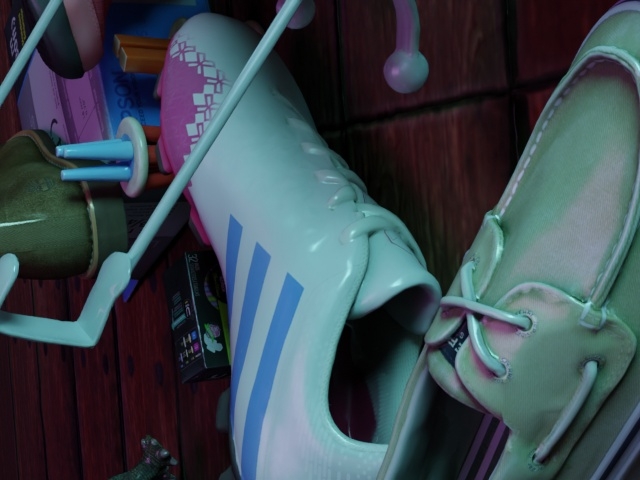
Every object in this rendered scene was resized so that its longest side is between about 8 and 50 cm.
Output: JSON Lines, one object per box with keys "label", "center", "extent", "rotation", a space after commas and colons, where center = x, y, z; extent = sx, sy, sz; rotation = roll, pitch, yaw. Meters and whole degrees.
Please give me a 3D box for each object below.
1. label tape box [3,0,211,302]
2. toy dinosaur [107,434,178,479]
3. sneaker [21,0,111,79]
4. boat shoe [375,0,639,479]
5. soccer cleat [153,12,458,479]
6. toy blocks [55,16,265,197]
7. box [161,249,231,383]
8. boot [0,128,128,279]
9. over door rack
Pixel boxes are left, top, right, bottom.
{"label": "label tape box", "center": [-0.192, -0.106, 0.956], "extent": [0.333, 0.106, 0.241], "rotation": [-44, 56, 55]}
{"label": "toy dinosaur", "center": [-0.166, 0.244, 0.893], "extent": [0.121, 0.160, 0.313], "rotation": [52, 160, -21]}
{"label": "sneaker", "center": [-0.137, -0.252, 0.760], "extent": [0.116, 0.136, 0.314], "rotation": [95, 172, -63]}
{"label": "boat shoe", "center": [0.091, 0.046, 0.454], "extent": [0.109, 0.094, 0.302], "rotation": [48, 135, 49]}
{"label": "soccer cleat", "center": [0.000, 0.000, 0.632], "extent": [0.143, 0.116, 0.331], "rotation": [-28, 65, 36]}
{"label": "toy blocks", "center": [-0.104, -0.090, 0.746], "extent": [0.054, 0.148, 0.123], "rotation": [-33, 65, 59]}
{"label": "box", "center": [-0.069, 0.053, 0.794], "extent": [0.052, 0.062, 0.083], "rotation": [-37, 62, 57]}
{"label": "boot", "center": [-0.248, -0.023, 0.846], "extent": [0.305, 0.115, 0.112], "rotation": [9, 107, 62]}
{"label": "over door rack", "center": [-0.067, -0.115, 0.583], "extent": [0.324, 0.108, 0.239], "rotation": [-49, 41, -1]}
